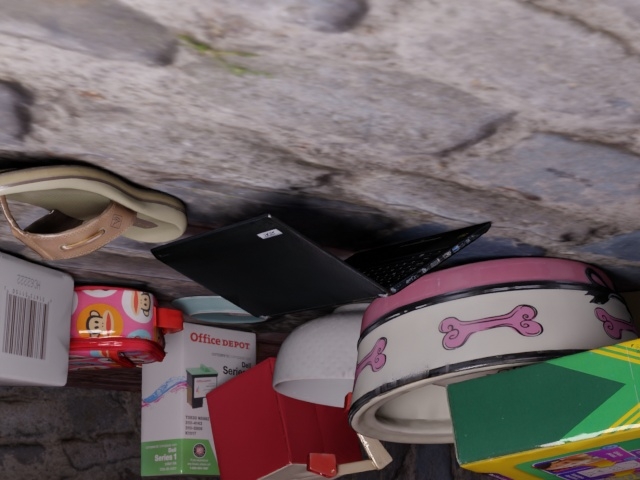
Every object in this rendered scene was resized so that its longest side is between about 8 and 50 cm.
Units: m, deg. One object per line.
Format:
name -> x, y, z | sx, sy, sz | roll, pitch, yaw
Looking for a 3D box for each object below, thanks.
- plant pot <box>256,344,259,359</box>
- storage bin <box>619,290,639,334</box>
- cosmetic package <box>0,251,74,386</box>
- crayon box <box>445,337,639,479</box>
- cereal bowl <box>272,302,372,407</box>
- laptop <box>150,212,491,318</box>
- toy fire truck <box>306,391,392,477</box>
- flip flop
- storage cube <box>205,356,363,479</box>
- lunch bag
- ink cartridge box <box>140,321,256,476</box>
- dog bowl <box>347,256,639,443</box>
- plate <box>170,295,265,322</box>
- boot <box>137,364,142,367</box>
plant pot -> -0.198, 0.269, 2.362 | 0.134, 0.095, 0.134 | 1, 167, 0
storage bin -> 0.415, 0.213, 1.656 | 0.262, 0.260, 0.123 | -9, 160, 41
cosmetic package -> -0.587, 0.109, 1.484 | 0.453, 0.161, 0.230 | -3, 168, 16
crayon box -> 0.370, 0.217, 1.344 | 0.313, 0.106, 0.363 | -18, 155, 24
cereal bowl -> 0.095, 0.186, 1.804 | 0.339, 0.141, 0.339 | 4, 165, 1
laptop -> 0.000, 0.000, 1.189 | 0.264, 0.136, 0.234 | -31, -169, -37
toy fire truck -> 0.079, 0.302, 1.713 | 0.192, 0.135, 0.047 | 7, 164, -5
flip flop -> -0.229, -0.017, 1.046 | 0.112, 0.080, 0.277 | -4, 169, 30
storage cube -> -0.066, 0.338, 1.984 | 0.184, 0.193, 0.215 | 12, 144, -43
lunch bag -> -0.340, 0.135, 1.718 | 0.258, 0.120, 0.293 | -2, 170, -3
ink cartridge box -> -0.226, 0.302, 2.089 | 0.117, 0.278, 0.201 | -13, 162, 38
dog bowl -> 0.230, 0.151, 1.477 | 0.408, 0.150, 0.408 | -5, 157, -2
plate -> -0.149, 0.115, 1.801 | 0.188, 0.024, 0.188 | 2, 168, 0
boot -> -0.361, 0.242, 2.353 | 0.158, 0.059, 0.084 | 5, 163, -13
